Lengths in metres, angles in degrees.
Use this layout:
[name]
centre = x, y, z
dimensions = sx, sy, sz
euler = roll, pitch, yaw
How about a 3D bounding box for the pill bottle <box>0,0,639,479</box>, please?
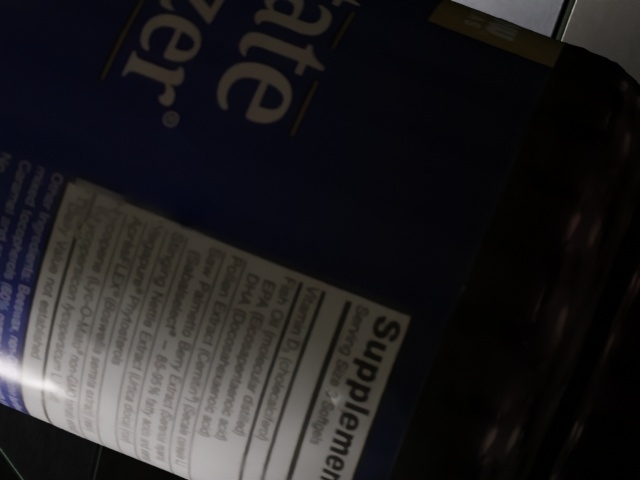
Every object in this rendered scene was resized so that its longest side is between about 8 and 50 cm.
[pill bottle]
centre = 0.000, 0.000, 0.440
dimensions = 0.123, 0.219, 0.122
euler = 21, -90, -84
